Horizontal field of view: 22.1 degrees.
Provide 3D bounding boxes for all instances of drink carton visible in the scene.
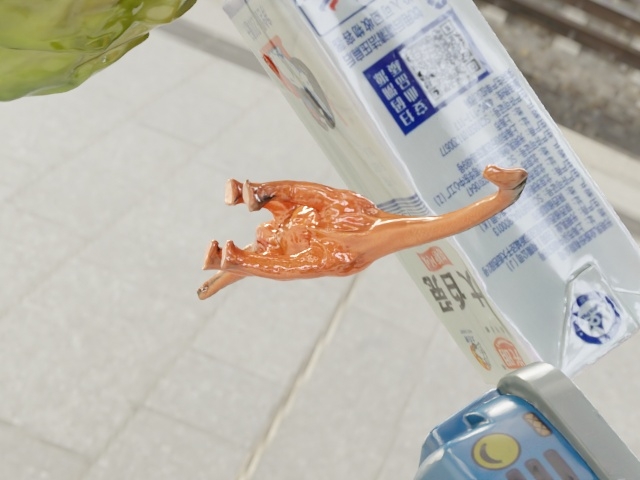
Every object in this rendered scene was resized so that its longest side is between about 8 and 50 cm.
[{"bbox_3d":[0.074,-0.056,1.022,0.315,0.106,0.130,56,-11,-6],"label":"drink carton"}]

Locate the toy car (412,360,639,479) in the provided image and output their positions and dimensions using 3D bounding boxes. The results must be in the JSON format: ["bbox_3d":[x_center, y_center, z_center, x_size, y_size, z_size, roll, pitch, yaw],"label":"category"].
[{"bbox_3d":[0.056,0.138,0.553,0.100,0.191,0.097,-21,52,-23],"label":"toy car"}]

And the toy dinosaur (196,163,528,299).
[{"bbox_3d":[0.000,-0.006,0.842,0.101,0.055,0.279,5,-8,-26],"label":"toy dinosaur"}]

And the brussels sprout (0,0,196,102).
[{"bbox_3d":[-0.146,-0.157,0.704,0.223,0.223,0.161,13,21,-26],"label":"brussels sprout"}]
